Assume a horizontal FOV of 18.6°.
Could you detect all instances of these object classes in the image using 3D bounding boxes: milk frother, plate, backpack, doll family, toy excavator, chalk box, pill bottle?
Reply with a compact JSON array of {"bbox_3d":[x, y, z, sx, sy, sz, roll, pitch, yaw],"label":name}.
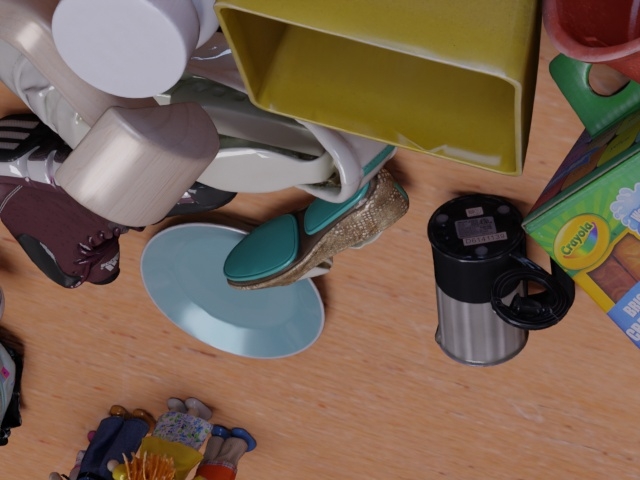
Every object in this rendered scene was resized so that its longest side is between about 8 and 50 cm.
[{"bbox_3d":[0.154,0.057,1.679,0.129,0.143,0.135,3,135,13],"label":"milk frother"},{"bbox_3d":[-0.082,0.043,1.872,0.188,0.024,0.188,14,140,12],"label":"plate"},{"bbox_3d":[-0.392,0.166,2.089,0.152,0.115,0.182,29,138,-2],"label":"backpack"},{"bbox_3d":[-0.205,0.246,2.046,0.263,0.163,0.118,-6,132,31],"label":"doll family"},{"bbox_3d":[-0.312,-0.227,1.494,0.445,0.433,0.222,15,126,-45],"label":"toy excavator"},{"bbox_3d":[0.288,-0.040,1.460,0.289,0.179,0.180,44,137,-8],"label":"chalk box"},{"bbox_3d":[-0.115,-0.213,1.444,0.121,0.221,0.121,10,137,10],"label":"pill bottle"}]

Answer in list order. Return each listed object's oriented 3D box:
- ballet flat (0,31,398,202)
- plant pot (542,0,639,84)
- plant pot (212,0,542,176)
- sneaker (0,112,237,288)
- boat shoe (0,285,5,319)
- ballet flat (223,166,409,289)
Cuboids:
[{"bbox_3d":[-0.130,-0.115,1.638,0.400,0.139,0.139,12,139,14],"label":"ballet flat"},{"bbox_3d":[0.334,-0.162,1.276,0.265,0.272,0.272,33,140,-23],"label":"plant pot"},{"bbox_3d":[0.066,-0.186,1.388,0.212,0.187,0.212,16,166,10],"label":"plant pot"},{"bbox_3d":[-0.178,-0.026,1.771,0.281,0.106,0.162,9,130,30],"label":"sneaker"},{"bbox_3d":[-0.458,-0.012,1.917,0.335,0.121,0.119,29,144,-4],"label":"boat shoe"},{"bbox_3d":[0.000,0.000,1.739,0.067,0.073,0.206,28,139,-33],"label":"ballet flat"}]
